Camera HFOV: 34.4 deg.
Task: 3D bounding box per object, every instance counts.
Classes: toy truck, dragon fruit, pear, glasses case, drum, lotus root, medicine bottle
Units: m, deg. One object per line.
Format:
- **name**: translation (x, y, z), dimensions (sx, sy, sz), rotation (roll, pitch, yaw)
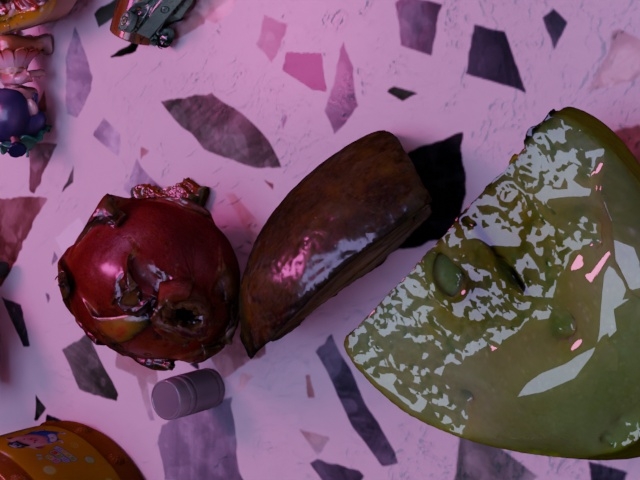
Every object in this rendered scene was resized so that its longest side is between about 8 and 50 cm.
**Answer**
- **toy truck**: translation (-0.214, -0.341, 1.427), dimensions (0.154, 0.080, 0.078), rotation (-43, 49, 30)
- **dragon fruit**: translation (-0.220, 0.051, 1.358), dimensions (0.250, 0.315, 0.250), rotation (0, 90, -4)
- **pear**: translation (0.247, 0.077, 1.051), dimensions (0.318, 0.238, 0.342), rotation (46, 113, 10)
- **glasses case**: translation (-0.255, -0.369, 1.471), dimensions (0.065, 0.041, 0.170), rotation (31, 112, 30)
- **drum**: translation (-0.447, 0.496, 1.582), dimensions (0.431, 0.214, 0.431), rotation (4, 98, 36)
- **lotus root**: translation (-0.003, -0.004, 1.251), dimensions (0.314, 0.210, 0.142), rotation (-42, 82, 17)
- **medicine bottle**: translation (-0.184, 0.213, 1.441), dimensions (0.058, 0.091, 0.058), rotation (4, 96, 35)

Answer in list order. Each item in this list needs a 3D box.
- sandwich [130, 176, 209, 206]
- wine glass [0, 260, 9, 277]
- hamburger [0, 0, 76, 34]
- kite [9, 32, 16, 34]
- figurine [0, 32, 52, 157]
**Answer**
- **sandwich**: translation (-0.215, -0.053, 1.477), dimensions (0.135, 0.029, 0.067), rotation (-6, 92, 35)
- **wine glass**: translation (-0.597, -0.018, 1.724), dimensions (0.079, 0.079, 0.195), rotation (-45, 70, 30)
- **hamburger**: translation (-0.445, -0.391, 1.538), dimensions (0.210, 0.116, 0.173), rotation (-5, 70, 36)
- **kite**: translation (-0.552, -0.340, 1.703), dimensions (0.183, 0.014, 0.241), rotation (-3, 93, 39)
- **figurine**: translation (-0.477, -0.225, 1.605), dimensions (0.111, 0.102, 0.195), rotation (3, 97, 38)
